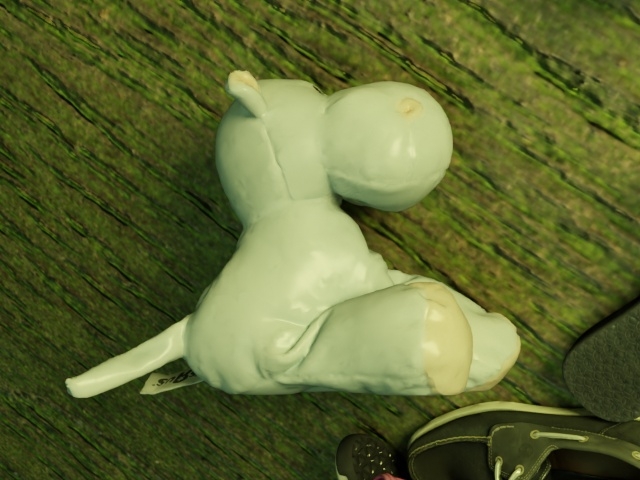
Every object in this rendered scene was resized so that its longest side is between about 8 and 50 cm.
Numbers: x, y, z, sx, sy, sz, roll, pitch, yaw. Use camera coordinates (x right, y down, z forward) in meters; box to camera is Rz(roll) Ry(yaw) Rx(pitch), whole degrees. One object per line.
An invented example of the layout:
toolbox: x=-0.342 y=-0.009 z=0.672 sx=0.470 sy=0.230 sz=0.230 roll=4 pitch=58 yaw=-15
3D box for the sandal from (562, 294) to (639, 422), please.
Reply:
sandal: x=0.278 y=0.046 z=0.505 sx=0.097 sy=0.054 sz=0.254 roll=54 pitch=134 yaw=5

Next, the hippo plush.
hippo plush: x=0.000 y=0.000 z=0.565 sx=0.295 sy=0.234 sz=0.236 roll=-3 pitch=79 yaw=13

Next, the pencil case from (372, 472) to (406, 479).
pencil case: x=0.127 y=0.276 z=0.605 sx=0.210 sy=0.098 sz=0.095 roll=24 pitch=147 yaw=-10

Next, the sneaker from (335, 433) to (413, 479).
sneaker: x=0.061 y=0.301 z=0.701 sx=0.097 sy=0.084 sz=0.234 roll=-25 pitch=98 yaw=35

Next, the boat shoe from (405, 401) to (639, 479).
boat shoe: x=0.171 y=0.187 z=0.600 sx=0.233 sy=0.079 sz=0.083 roll=-10 pitch=108 yaw=32
